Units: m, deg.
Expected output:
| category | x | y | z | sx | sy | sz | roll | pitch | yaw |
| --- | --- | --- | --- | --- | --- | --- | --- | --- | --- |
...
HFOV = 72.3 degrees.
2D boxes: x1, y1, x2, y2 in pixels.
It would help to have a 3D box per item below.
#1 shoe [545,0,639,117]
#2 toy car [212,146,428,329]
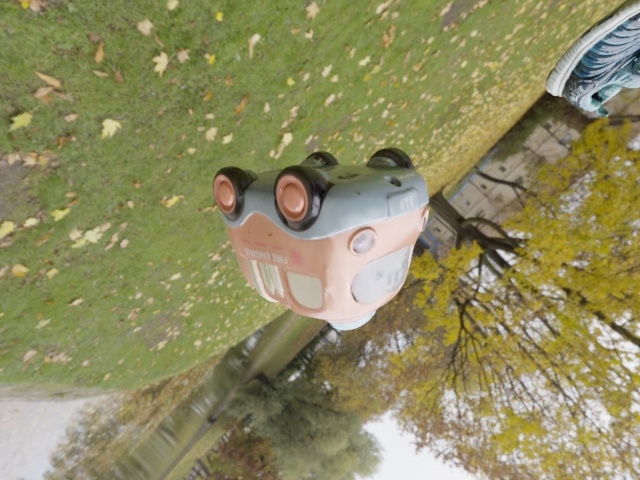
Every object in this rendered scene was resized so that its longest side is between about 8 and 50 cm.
| category | x | y | z | sx | sy | sz | roll | pitch | yaw |
| --- | --- | --- | --- | --- | --- | --- | --- | --- | --- |
| shoe | 0.261 | -0.162 | 0.381 | 0.064 | 0.071 | 0.143 | -40 | 169 | -11 |
| toy car | 0.000 | 0.000 | 0.556 | 0.181 | 0.212 | 0.271 | -19 | -161 | -41 |
